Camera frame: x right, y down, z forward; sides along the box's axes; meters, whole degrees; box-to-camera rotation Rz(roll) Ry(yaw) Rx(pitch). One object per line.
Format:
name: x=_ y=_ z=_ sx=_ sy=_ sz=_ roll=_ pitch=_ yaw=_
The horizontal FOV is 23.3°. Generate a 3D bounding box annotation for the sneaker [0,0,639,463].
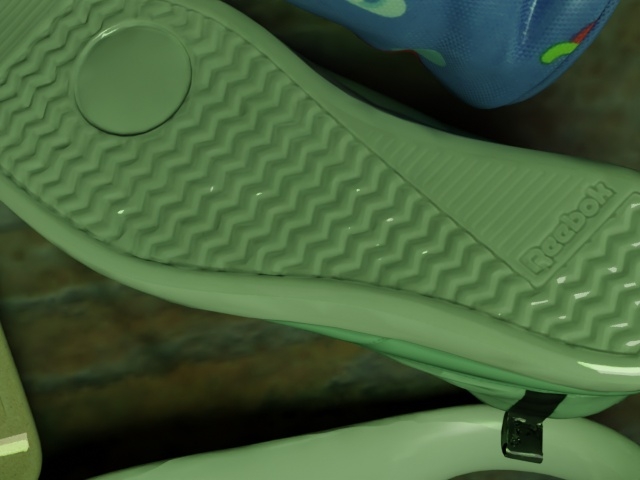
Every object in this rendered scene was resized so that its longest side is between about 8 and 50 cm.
sneaker: x=0.000 y=0.001 z=0.523 sx=0.256 sy=0.151 sz=0.094 roll=21 pitch=78 yaw=10

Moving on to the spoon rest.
spoon rest: x=0.001 y=0.118 z=0.598 sx=0.276 sy=0.084 sz=0.137 roll=-8 pitch=139 yaw=1

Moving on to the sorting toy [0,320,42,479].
sorting toy: x=-0.212 y=0.019 z=0.519 sx=0.193 sy=0.038 sz=0.208 roll=-15 pitch=116 yaw=-5

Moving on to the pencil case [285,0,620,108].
pencil case: x=-0.034 y=-0.149 z=0.417 sx=0.306 sy=0.119 sz=0.133 roll=25 pitch=134 yaw=-24
